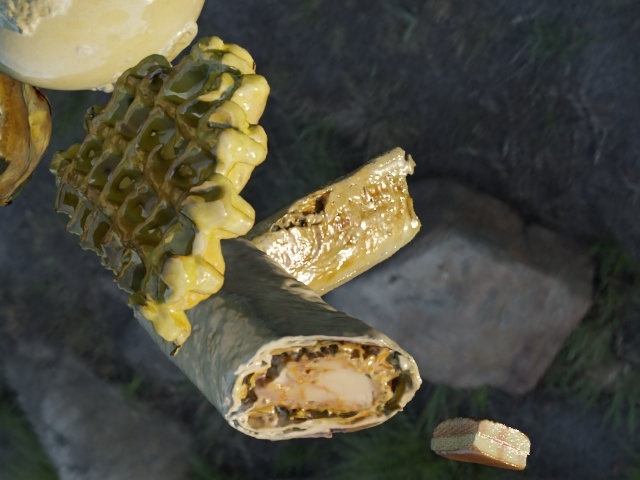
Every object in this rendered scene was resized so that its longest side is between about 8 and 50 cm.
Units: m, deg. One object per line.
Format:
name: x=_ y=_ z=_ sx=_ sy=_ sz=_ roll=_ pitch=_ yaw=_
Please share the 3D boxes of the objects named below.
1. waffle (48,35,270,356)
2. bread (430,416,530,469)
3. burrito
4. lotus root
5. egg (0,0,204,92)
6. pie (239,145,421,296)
waffle: x=-0.085 y=-0.020 z=0.727 sx=0.046 sy=0.192 sz=0.160 roll=31 pitch=129 yaw=-30
bread: x=0.169 y=0.215 z=1.625 sx=0.109 sy=0.043 sz=0.062 roll=8 pitch=159 yaw=16
burrito: x=-0.054 y=0.075 z=1.286 sx=0.299 sy=0.143 sz=0.105 roll=34 pitch=133 yaw=53
lotus root: x=-0.375 y=-0.122 z=1.623 sx=0.152 sy=0.160 sz=0.275 roll=23 pitch=172 yaw=-3
egg: x=-0.188 y=-0.202 z=1.240 sx=0.201 sy=0.164 sz=0.164 roll=-23 pitch=115 yaw=-5
pie: x=0.000 y=0.000 z=1.641 sx=0.068 sy=0.282 sz=0.128 roll=24 pitch=137 yaw=51
